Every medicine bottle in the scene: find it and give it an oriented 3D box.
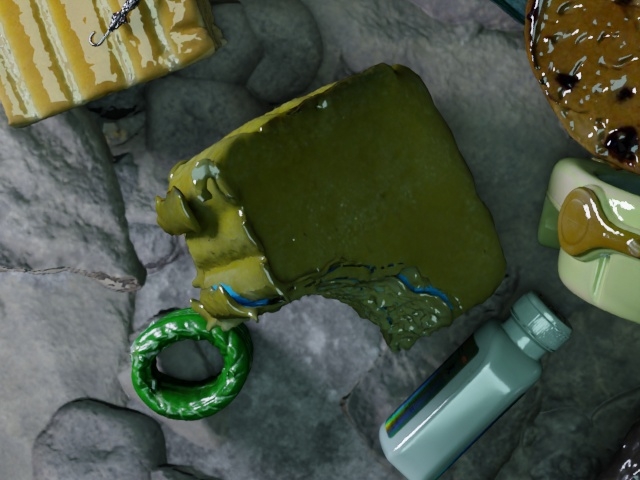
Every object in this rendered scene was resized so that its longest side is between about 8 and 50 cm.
[{"bbox_3d":[0.165,0.152,1.799,0.083,0.121,0.229,44,101,-3],"label":"medicine bottle"}]

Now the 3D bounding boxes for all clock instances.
[{"bbox_3d":[0.356,0.016,1.641,0.286,0.348,0.117,14,102,3],"label":"clock"}]

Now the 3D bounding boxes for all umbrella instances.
[{"bbox_3d":[-0.187,-0.238,1.700,0.122,0.013,0.022,-47,72,9],"label":"umbrella"}]

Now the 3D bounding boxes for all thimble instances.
[{"bbox_3d":[-0.139,0.130,1.839,0.130,0.090,0.118,12,103,3],"label":"thimble"}]

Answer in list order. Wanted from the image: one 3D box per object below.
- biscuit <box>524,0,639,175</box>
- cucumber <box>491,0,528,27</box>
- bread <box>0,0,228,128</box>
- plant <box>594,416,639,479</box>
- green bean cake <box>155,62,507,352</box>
[{"bbox_3d":[0.339,-0.200,1.649,0.296,0.075,0.295,-1,86,21],"label":"biscuit"},{"bbox_3d":[0.211,-0.288,1.744,0.115,0.062,0.116,38,103,-7],"label":"cucumber"},{"bbox_3d":[-0.243,-0.271,1.761,0.239,0.111,0.246,-20,96,5],"label":"bread"},{"bbox_3d":[0.372,0.288,1.779,0.178,0.204,0.234,32,105,22],"label":"plant"},{"bbox_3d":[0.000,0.000,1.721,0.310,0.202,0.285,-26,96,-31],"label":"green bean cake"}]
